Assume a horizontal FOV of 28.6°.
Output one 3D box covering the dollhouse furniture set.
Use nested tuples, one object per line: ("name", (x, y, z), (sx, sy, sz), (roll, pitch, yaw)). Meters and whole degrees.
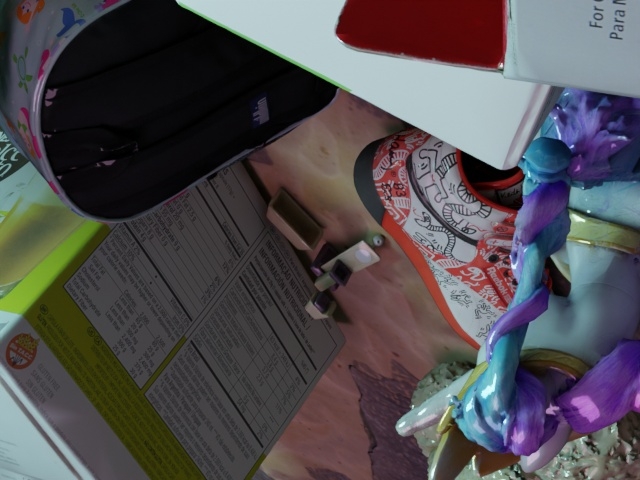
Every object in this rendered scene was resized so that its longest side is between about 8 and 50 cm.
("dollhouse furniture set", (0.000, 0.000, 1.210), (0.114, 0.091, 0.081), (46, 132, -15))

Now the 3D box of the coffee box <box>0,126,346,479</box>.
("coffee box", (-0.242, 0.087, 1.297), (0.338, 0.334, 0.338), (5, 137, 41))

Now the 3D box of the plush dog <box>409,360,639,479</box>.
("plush dog", (0.216, 0.211, 1.214), (0.262, 0.210, 0.225), (34, 126, 0))

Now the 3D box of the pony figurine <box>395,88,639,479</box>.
("pony figurine", (0.234, -0.014, 0.659), (0.351, 0.363, 0.303), (-4, 135, 37))

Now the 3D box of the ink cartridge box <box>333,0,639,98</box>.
("ink cartridge box", (0.168, -0.200, 0.484), (0.272, 0.309, 0.130), (10, 144, 16))

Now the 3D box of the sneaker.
("sneaker", (0.155, 0.010, 1.053), (0.270, 0.090, 0.145), (48, 149, -19))

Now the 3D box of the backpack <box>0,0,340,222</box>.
("backpack", (-0.128, -0.145, 0.947), (0.191, 0.253, 0.225), (40, 157, 31))

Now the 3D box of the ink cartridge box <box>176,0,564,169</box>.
("ink cartridge box", (0.079, -0.199, 0.652), (0.198, 0.273, 0.115), (28, 147, 10))
